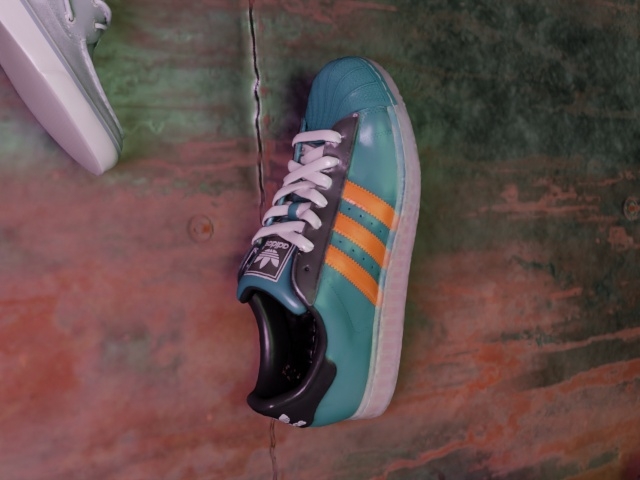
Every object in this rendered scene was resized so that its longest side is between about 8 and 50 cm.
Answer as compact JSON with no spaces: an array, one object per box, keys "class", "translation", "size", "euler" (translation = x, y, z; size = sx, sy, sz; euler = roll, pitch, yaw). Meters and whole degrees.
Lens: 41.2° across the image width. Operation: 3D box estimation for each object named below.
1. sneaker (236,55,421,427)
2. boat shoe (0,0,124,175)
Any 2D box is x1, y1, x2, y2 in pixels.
[{"class":"sneaker","translation":[0.000,0.000,0.675],"size":[0.121,0.108,0.302],"euler":[1,91,-39]},{"class":"boat shoe","translation":[-0.183,-0.156,0.568],"size":[0.081,0.079,0.228],"euler":[-35,106,-25]}]
